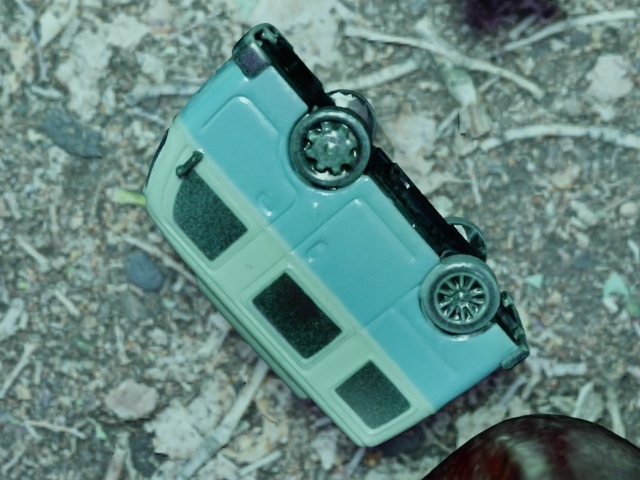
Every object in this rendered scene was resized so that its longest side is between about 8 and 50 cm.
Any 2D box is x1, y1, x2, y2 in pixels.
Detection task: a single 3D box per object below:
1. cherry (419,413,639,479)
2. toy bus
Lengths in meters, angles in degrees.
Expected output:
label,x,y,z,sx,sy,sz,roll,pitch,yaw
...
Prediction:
label,x,y,z,sx,sy,sz,roll,pitch,yaw
cherry,0.148,0.250,0.676,0.255,0.218,0.296,-45,101,3
toy bus,0.000,0.000,0.684,0.164,0.133,0.271,-40,98,13
